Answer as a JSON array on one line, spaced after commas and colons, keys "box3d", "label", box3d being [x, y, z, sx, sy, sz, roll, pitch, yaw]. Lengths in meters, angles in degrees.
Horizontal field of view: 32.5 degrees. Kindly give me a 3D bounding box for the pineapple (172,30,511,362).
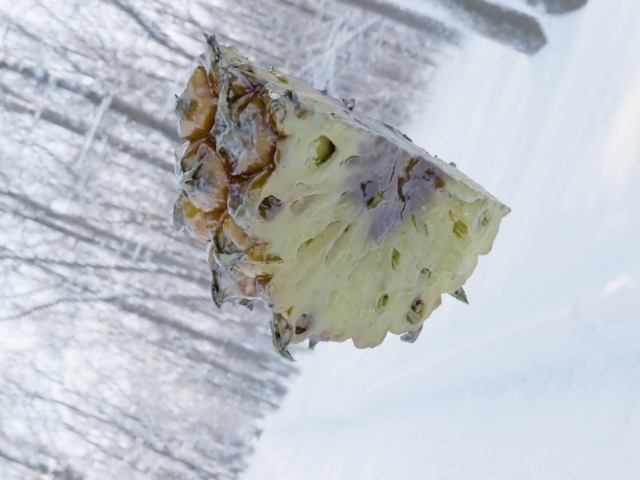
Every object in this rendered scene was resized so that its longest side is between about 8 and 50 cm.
[{"box3d": [-0.001, -0.001, 0.563, 0.233, 0.079, 0.135, 25, -73, -47], "label": "pineapple"}]
